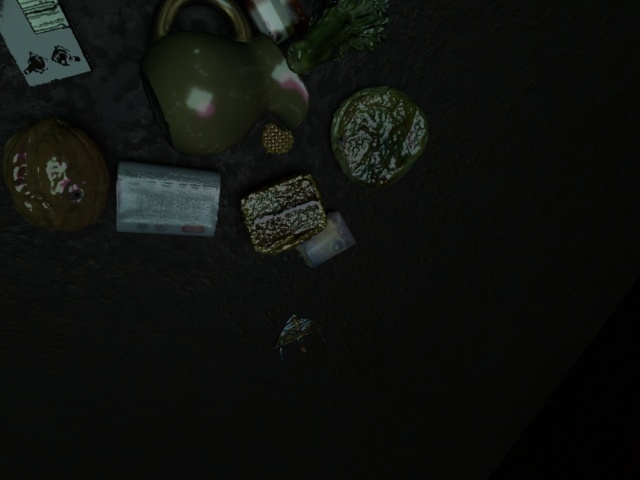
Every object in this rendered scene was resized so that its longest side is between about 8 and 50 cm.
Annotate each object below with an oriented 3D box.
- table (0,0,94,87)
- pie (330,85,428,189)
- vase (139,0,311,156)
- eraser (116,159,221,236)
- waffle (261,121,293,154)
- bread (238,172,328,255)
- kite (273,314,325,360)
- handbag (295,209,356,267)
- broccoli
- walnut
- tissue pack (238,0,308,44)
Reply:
[{"bbox_3d":[-0.542,-0.417,0.752,0.122,0.111,0.240,-21,120,-10],"label":"table"},{"bbox_3d":[0.159,-0.274,1.094,0.277,0.078,0.276,-9,116,-18],"label":"pie"},{"bbox_3d":[-0.211,-0.357,0.848,0.302,0.241,0.329,-24,108,-20],"label":"vase"},{"bbox_3d":[-0.364,-0.097,0.992,0.227,0.081,0.174,4,110,-21],"label":"eraser"},{"bbox_3d":[-0.108,-0.257,1.042,0.085,0.016,0.078,5,117,-21],"label":"waffle"},{"bbox_3d":[-0.094,-0.069,1.071,0.222,0.096,0.181,-23,98,-6],"label":"bread"},{"bbox_3d":[-0.072,0.303,1.335,0.183,0.010,0.160,-21,117,-13],"label":"kite"},{"bbox_3d":[0.000,0.000,1.169,0.173,0.095,0.117,-32,106,-9],"label":"handbag"},{"bbox_3d":[0.032,-0.440,0.869,0.304,0.146,0.164,-49,135,-32],"label":"broccoli"},{"bbox_3d":[-0.539,-0.130,0.850,0.198,0.198,0.244,-3,116,-19],"label":"walnut"},{"bbox_3d":[-0.109,-0.503,0.871,0.106,0.099,0.148,-35,122,0],"label":"tissue pack"}]
